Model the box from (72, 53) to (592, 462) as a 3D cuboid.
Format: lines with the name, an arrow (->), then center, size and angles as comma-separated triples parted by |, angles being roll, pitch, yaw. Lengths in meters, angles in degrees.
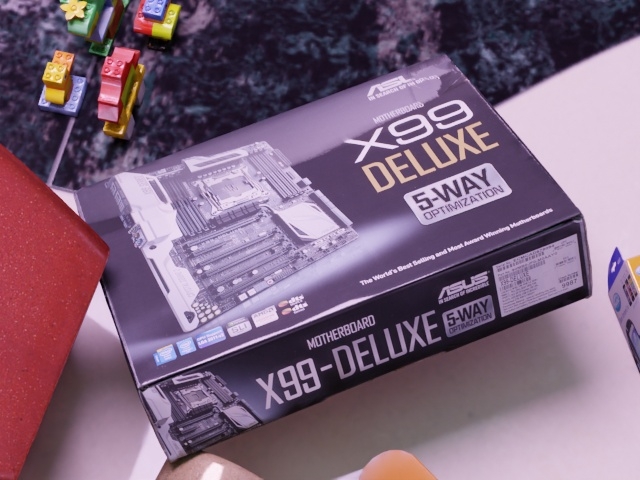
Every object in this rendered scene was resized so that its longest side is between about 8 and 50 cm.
box -> 0.000, 0.000, 1.042 | 0.307, 0.076, 0.242 | -21, 38, -6

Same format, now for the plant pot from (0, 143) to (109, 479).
plant pot -> -0.296, 0.049, 0.988 | 0.236, 0.267, 0.267 | 26, 70, -17

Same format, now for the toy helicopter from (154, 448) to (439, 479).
toy helicopter -> 0.054, 0.210, 0.938 | 0.355, 0.235, 0.140 | 20, 71, 12

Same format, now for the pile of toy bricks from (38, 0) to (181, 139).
pile of toy bricks -> -0.172, -0.196, 1.164 | 0.118, 0.105, 0.212 | 12, 70, 6

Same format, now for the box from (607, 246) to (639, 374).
box -> 0.243, 0.069, 1.068 | 0.028, 0.081, 0.136 | -15, 70, -4
